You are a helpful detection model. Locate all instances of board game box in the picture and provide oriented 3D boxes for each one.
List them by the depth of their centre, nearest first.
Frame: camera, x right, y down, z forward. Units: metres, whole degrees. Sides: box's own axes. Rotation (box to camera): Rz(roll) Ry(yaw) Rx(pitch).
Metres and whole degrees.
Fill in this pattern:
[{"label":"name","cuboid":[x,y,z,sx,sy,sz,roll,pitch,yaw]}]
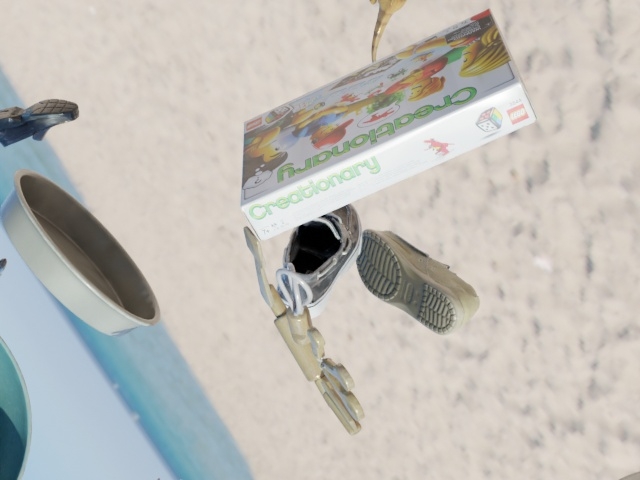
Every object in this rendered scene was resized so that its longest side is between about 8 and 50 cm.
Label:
[{"label":"board game box","cuboid":[0.061,-0.124,1.236,0.053,0.305,0.193,59,-166,-30]}]

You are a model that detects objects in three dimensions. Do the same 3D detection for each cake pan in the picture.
[{"label":"cake pan","cuboid":[-0.346,0.024,1.681,0.293,0.054,0.293,49,-174,-7]}]

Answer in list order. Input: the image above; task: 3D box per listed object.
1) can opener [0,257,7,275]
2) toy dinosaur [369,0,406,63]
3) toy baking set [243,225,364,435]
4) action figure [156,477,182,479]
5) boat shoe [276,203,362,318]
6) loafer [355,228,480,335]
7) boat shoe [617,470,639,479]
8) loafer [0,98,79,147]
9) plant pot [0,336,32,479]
[{"label":"can opener","cuboid":[-0.600,0.050,2.137,0.059,0.073,0.186,25,158,-24]},{"label":"toy dinosaur","cuboid":[0.094,-0.326,1.607,0.064,0.211,0.112,17,-152,-18]},{"label":"toy baking set","cuboid":[-0.013,0.097,1.285,0.256,0.030,0.197,59,166,2]},{"label":"action figure","cuboid":[-0.197,0.373,1.493,0.141,0.276,0.164,49,124,3]},{"label":"boat shoe","cuboid":[0.000,0.000,1.862,0.108,0.301,0.102,16,126,11]},{"label":"loafer","cuboid":[0.158,0.067,1.941,0.268,0.092,0.102,42,124,40]},{"label":"boat shoe","cuboid":[0.511,0.364,1.681,0.075,0.206,0.065,-44,-66,-59]},{"label":"loafer","cuboid":[-0.490,-0.203,2.041,0.062,0.170,0.061,-69,-32,-54]},{"label":"plant pot","cuboid":[-0.465,0.204,1.211,0.290,0.290,0.195,56,147,-1]}]
